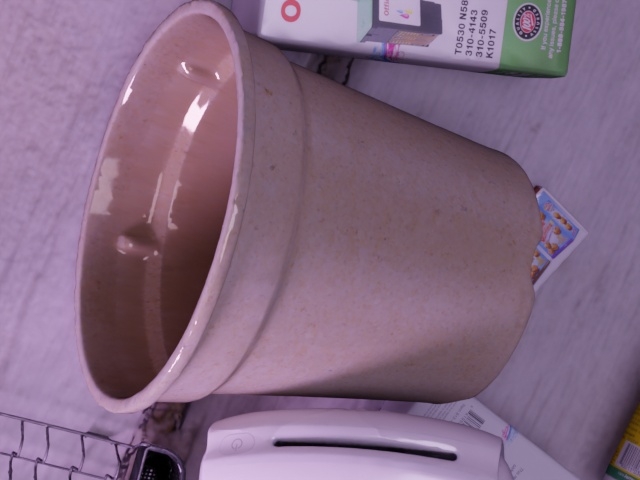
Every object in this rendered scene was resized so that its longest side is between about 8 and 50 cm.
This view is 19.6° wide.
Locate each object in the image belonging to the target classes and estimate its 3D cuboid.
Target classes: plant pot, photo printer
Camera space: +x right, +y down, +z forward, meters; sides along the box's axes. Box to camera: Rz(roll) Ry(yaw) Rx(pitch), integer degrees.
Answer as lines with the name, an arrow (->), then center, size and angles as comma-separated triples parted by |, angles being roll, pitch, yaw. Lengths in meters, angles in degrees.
plant pot -> 0.000, 0.000, 1.521 | 0.305, 0.334, 0.333 | 12, 93, -25
photo printer -> 0.036, 0.245, 1.522 | 0.256, 0.307, 0.107 | 3, 53, 9

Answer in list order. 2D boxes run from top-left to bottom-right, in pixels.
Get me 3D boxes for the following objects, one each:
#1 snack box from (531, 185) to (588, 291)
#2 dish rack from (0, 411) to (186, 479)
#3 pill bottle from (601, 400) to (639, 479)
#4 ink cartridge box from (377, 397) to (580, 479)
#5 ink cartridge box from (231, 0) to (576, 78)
snack box -> 0.163, 0.036, 1.690 | 0.064, 0.022, 0.178 | 44, 85, -12
dish rack -> -0.272, 0.244, 1.587 | 0.271, 0.074, 0.208 | 16, 91, -14
pill bottle -> 0.352, 0.161, 1.698 | 0.118, 0.117, 0.208 | 26, 90, -14
ink cartridge box -> 0.125, 0.212, 1.674 | 0.175, 0.072, 0.127 | 38, 86, -14
ink cartridge box -> 0.076, -0.253, 1.591 | 0.278, 0.117, 0.201 | 5, 95, -13
